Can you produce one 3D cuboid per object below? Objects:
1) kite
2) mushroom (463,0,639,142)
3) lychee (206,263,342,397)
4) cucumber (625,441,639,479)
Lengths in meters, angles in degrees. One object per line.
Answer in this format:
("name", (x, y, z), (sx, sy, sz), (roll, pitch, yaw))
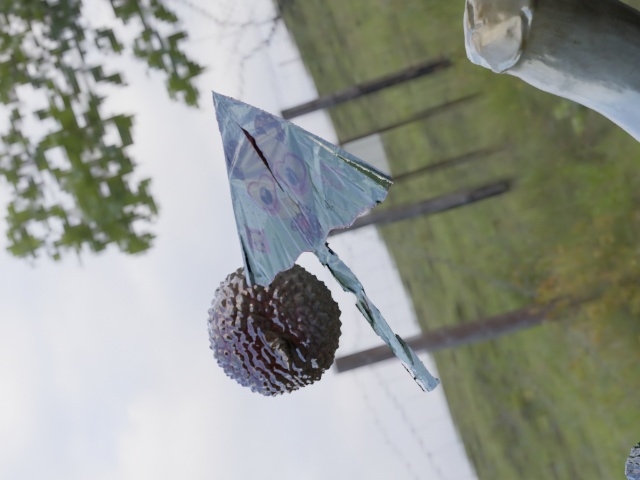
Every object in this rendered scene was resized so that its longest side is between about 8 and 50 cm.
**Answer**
("kite", (-0.001, 0.001, 0.993), (0.250, 0.012, 0.229), (55, 150, 4))
("mushroom", (0.207, -0.077, 0.856), (0.278, 0.099, 0.096), (29, -130, -7))
("lychee", (-0.055, 0.103, 1.749), (0.197, 0.165, 0.165), (-101, -9, -78))
("cucumber", (0.413, 0.230, 1.484), (0.293, 0.067, 0.067), (-18, 89, 66))
